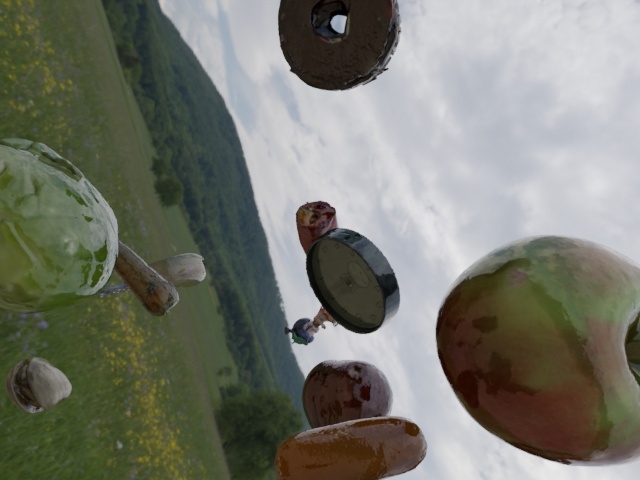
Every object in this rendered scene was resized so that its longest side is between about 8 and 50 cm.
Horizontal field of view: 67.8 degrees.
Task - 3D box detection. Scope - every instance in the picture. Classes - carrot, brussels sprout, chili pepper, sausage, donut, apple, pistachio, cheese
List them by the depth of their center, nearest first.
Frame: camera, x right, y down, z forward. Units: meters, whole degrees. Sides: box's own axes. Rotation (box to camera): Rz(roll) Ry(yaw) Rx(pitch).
[{"bbox_3d":[-0.383,-0.015,0.631,0.244,0.244,0.244,162,-90,-73],"label":"brussels sprout"},{"bbox_3d":[0.327,0.152,0.686,0.277,0.319,0.319,-21,-92,57],"label":"apple"},{"bbox_3d":[0.048,0.329,0.742,0.098,0.238,0.098,171,-90,-88],"label":"sausage"},{"bbox_3d":[0.036,-0.433,0.951,0.103,0.270,0.269,-39,118,-61],"label":"donut"},{"bbox_3d":[-0.594,0.304,1.003,0.149,0.113,0.113,93,-27,-44],"label":"pistachio"},{"bbox_3d":[0.000,0.000,1.034,0.192,0.086,0.084,79,26,-49],"label":"chili pepper"},{"bbox_3d":[-0.431,0.048,1.041,0.298,0.078,0.078,43,-20,2],"label":"carrot"},{"bbox_3d":[-0.461,0.106,1.308,0.163,0.287,0.082,-45,-118,61],"label":"cheese"}]

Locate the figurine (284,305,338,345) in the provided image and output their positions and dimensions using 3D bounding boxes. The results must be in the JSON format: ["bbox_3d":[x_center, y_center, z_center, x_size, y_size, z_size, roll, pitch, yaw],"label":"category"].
[{"bbox_3d":[-0.029,0.315,1.755,0.102,0.195,0.111,54,-4,24],"label":"figurine"}]

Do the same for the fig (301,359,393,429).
[{"bbox_3d":[0.054,0.385,1.027,0.204,0.186,0.249,-5,-111,34],"label":"fig"}]

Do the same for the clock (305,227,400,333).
[{"bbox_3d":[0.055,0.081,0.917,0.215,0.042,0.214,30,-45,35],"label":"clock"}]
